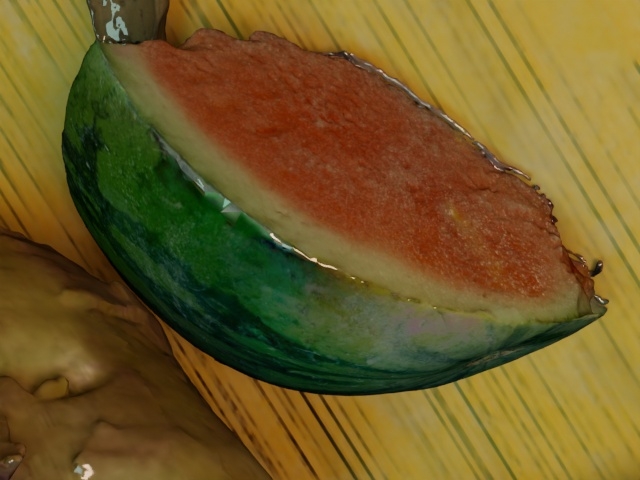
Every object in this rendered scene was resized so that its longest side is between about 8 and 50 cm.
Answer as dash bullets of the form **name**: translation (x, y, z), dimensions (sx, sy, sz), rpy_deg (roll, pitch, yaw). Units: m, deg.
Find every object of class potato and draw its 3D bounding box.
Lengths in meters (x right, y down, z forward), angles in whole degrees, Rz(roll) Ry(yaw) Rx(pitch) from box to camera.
- **potato**: translation (-0.171, 0.095, 0.742), dimensions (0.289, 0.301, 0.237), rpy_deg (-24, 63, -4)

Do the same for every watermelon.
- **watermelon**: translation (-0.013, 0.018, 0.709), dimensions (0.231, 0.128, 0.146), rpy_deg (37, 129, -1)

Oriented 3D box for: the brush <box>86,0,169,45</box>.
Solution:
- **brush**: translation (-0.079, -0.106, 0.739), dimensions (0.043, 0.036, 0.247), rpy_deg (7, 117, 24)
